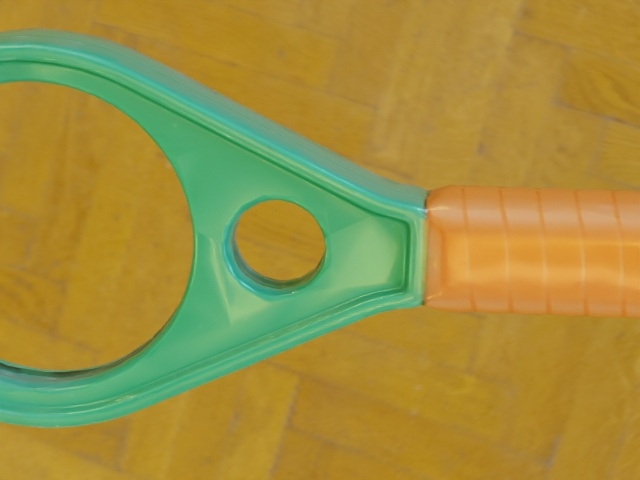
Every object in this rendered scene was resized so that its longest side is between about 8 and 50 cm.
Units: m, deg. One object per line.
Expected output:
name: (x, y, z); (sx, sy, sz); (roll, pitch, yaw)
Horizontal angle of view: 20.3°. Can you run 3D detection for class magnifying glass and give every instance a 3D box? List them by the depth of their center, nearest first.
magnifying glass: (0.000, 0.000, 0.407); (0.231, 0.026, 0.092); (3, 107, 6)
